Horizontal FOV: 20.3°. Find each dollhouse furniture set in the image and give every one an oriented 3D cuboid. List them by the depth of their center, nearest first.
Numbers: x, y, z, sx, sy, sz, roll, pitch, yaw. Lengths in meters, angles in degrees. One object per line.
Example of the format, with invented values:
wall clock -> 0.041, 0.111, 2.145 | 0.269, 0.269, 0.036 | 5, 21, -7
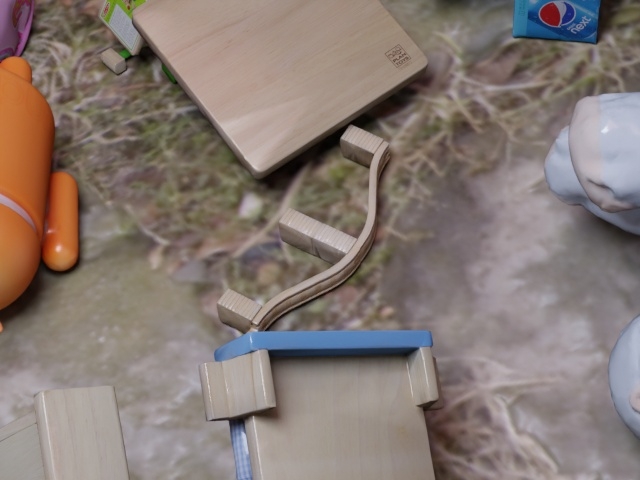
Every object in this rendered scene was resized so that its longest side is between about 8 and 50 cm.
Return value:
dollhouse furniture set -> -0.059, 0.219, 1.103 | 0.303, 0.198, 0.286 | -1, 73, -34

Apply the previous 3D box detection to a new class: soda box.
soda box -> 0.196, -0.258, 1.412 | 0.067, 0.071, 0.210 | 5, 56, 8

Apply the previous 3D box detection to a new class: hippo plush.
hippo plush -> 0.295, 0.024, 1.161 | 0.294, 0.234, 0.236 | -6, 84, 18

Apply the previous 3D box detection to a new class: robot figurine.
robot figurine -> -0.256, -0.038, 1.259 | 0.128, 0.158, 0.219 | -12, 53, 17

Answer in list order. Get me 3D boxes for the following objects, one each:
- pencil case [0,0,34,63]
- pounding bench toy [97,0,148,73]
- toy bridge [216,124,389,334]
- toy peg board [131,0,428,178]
pencil case -> -0.369, -0.200, 1.393 | 0.284, 0.124, 0.124 | 14, 57, 15
pounding bench toy -> -0.131, -0.170, 1.392 | 0.065, 0.083, 0.052 | -12, 50, -44
toy bridge -> 0.000, 0.000, 1.274 | 0.063, 0.026, 0.188 | 25, 61, 19
toy peg board -> -0.033, -0.135, 1.354 | 0.161, 0.079, 0.160 | -34, 75, -17
